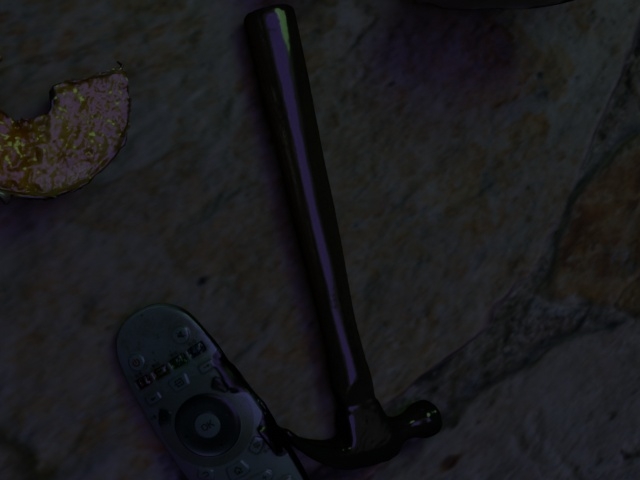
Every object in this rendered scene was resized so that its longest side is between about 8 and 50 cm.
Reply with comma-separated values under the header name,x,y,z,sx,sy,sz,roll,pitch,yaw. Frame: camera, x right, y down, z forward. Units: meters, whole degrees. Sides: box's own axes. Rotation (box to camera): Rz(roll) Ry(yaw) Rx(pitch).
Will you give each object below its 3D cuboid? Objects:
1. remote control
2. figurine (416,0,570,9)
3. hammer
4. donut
name,x,y,z,sx,sy,sz,roll,pitch,yaw
remote control,-0.087,0.166,0.717,0.097,0.045,0.256,-29,100,6
figurine,0.181,-0.402,0.758,0.324,0.231,0.339,-2,94,4
hammer,0.000,0.000,0.771,0.168,0.044,0.439,-14,94,-26
donut,-0.249,-0.106,0.643,0.181,0.078,0.146,30,77,-27
